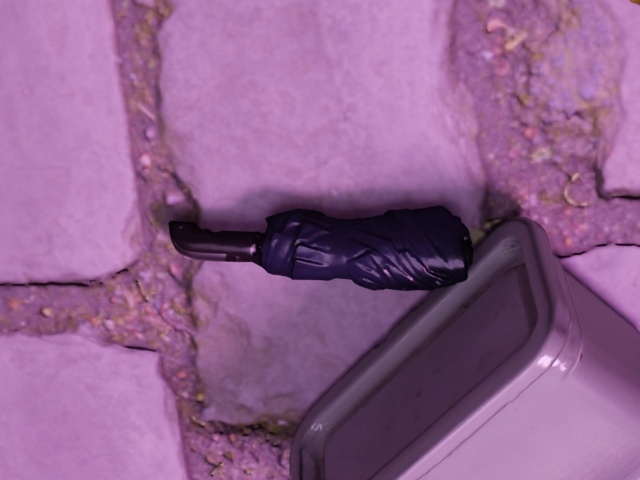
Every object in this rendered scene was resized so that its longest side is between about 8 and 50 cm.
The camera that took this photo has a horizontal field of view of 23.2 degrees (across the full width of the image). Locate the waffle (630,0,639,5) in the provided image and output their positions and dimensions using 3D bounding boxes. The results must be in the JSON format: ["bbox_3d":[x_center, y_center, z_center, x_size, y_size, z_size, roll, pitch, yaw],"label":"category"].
[{"bbox_3d":[0.331,-0.234,1.073,0.262,0.060,0.280,-39,117,17],"label":"waffle"}]

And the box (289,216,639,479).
[{"bbox_3d":[0.136,0.160,1.272,0.182,0.175,0.312,34,118,-23],"label":"box"}]

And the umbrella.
[{"bbox_3d":[-0.001,0.008,1.255,0.248,0.071,0.071,-1,120,11],"label":"umbrella"}]
